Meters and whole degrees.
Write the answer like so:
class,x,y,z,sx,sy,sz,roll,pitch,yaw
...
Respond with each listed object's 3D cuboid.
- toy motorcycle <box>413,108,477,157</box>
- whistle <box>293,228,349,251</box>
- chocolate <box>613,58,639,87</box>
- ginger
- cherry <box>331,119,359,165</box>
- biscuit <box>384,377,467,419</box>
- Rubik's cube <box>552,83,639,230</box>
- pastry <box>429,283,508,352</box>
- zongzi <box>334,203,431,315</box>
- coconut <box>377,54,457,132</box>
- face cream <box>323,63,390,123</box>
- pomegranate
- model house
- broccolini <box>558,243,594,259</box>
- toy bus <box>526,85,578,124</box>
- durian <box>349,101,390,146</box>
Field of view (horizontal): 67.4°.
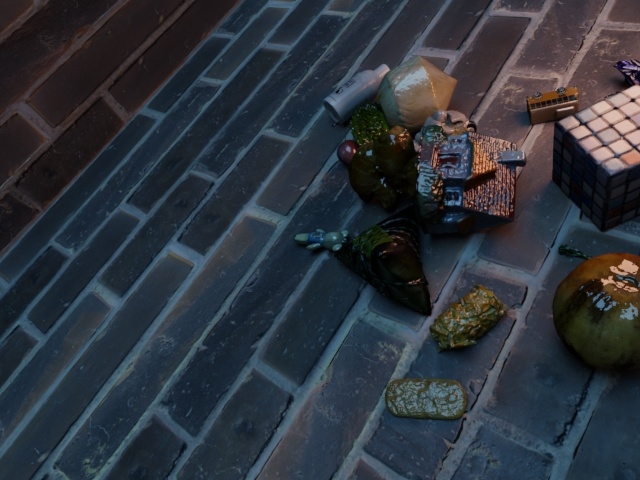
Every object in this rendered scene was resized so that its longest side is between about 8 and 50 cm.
class,x,y,z,sx,sy,sz,roll,pitch,yaw
toy motorcycle,0.458,-0.402,1.880,0.341,0.223,0.107,-34,48,1
whistle,0.000,0.000,1.896,0.236,0.077,0.113,2,49,31
chocolate,1.198,-0.547,1.733,0.149,0.126,0.343,-3,42,-27
ginger,0.247,-0.261,1.834,0.358,0.274,0.152,-27,18,44
cherry,0.103,-0.418,2.108,0.107,0.090,0.225,-48,59,38
biscuit,0.316,0.477,1.453,0.247,0.029,0.118,-5,56,20
Rubik's cube,0.948,-0.260,1.523,0.292,0.287,0.293,-28,50,5
pastry,0.458,0.255,1.498,0.250,0.102,0.154,-40,52,-9
zongzi,0.272,0.017,1.676,0.362,0.319,0.383,-41,33,-5
coconut,0.412,-0.604,1.998,0.329,0.328,0.328,-11,54,16
face cream,0.194,-0.712,2.253,0.370,0.145,0.145,-41,51,-6
pomegranate,0.791,0.192,1.285,0.323,0.322,0.321,-11,54,16
model house,0.523,-0.199,1.651,0.340,0.297,0.359,2,65,22
broccolini,0.830,0.051,1.530,0.140,0.030,0.035,29,80,31
toy bus,0.899,-0.519,1.850,0.182,0.091,0.103,-8,56,20
durian,0.232,-0.486,2.096,0.158,0.169,0.351,-39,44,28
